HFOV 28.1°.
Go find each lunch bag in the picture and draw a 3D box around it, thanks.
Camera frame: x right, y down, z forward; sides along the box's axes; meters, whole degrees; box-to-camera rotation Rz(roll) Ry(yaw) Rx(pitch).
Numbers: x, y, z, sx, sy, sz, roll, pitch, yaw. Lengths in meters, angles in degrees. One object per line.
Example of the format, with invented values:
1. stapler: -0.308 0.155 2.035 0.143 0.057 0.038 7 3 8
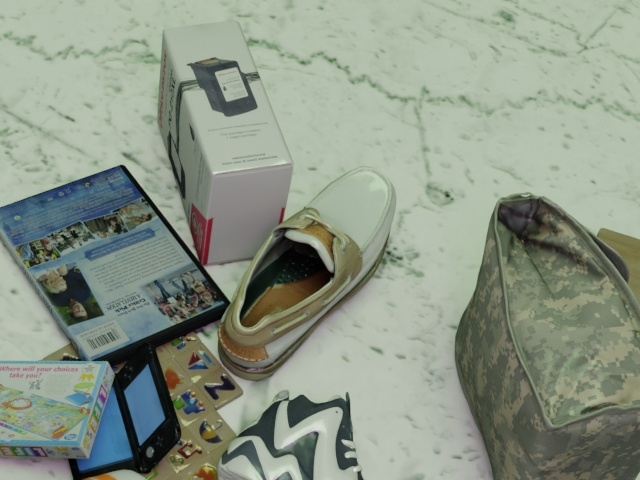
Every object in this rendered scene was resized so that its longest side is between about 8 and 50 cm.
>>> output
1. lunch bag: 0.241 0.117 1.358 0.169 0.235 0.287 -9 55 -11

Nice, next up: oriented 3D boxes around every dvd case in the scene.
1. dvd case: -0.242 0.026 1.466 0.180 0.022 0.253 -23 57 -29

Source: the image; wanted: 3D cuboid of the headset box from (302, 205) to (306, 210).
1. headset box: 0.000 0.000 1.535 0.083 0.032 0.062 21 51 4

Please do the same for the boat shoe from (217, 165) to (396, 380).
1. boat shoe: -0.005 0.022 1.440 0.113 0.103 0.302 30 63 11

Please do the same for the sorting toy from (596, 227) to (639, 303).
1. sorting toy: 0.396 0.067 1.549 0.275 0.046 0.132 18 51 4

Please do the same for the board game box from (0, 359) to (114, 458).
1. board game box: -0.298 0.172 1.312 0.154 0.026 0.103 -1 49 15

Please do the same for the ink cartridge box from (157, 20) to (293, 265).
1. ink cartridge box: -0.119 -0.118 1.515 0.100 0.172 0.237 -9 54 -17

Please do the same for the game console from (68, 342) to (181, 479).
1. game console: -0.211 0.179 1.320 0.071 0.107 0.122 10 45 -41

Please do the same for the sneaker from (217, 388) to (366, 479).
1. sneaker: 0.027 0.233 1.316 0.235 0.094 0.153 21 57 16

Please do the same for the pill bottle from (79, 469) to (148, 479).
1. pill bottle: -0.314 0.342 1.060 0.392 0.224 0.224 -11 55 -25

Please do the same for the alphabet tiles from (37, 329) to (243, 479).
1. alphabet tiles: -0.184 0.183 1.371 0.198 0.009 0.237 -29 63 -29
